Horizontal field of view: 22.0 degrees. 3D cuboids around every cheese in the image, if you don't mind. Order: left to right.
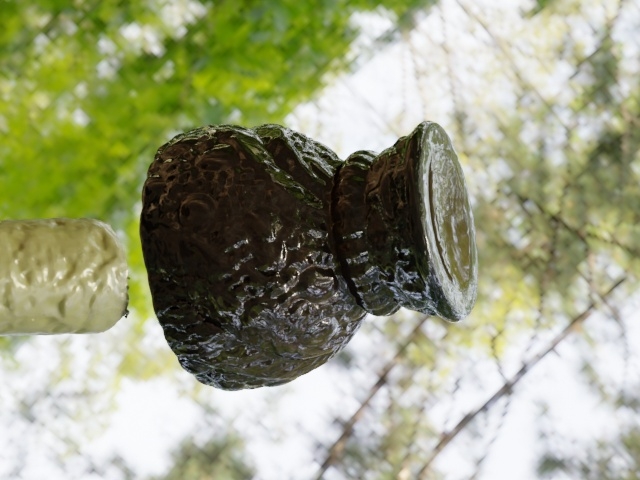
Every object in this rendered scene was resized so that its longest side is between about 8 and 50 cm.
[{"bbox_3d":[-0.244,0.029,1.292,0.123,0.167,0.094,-4,-93,62],"label":"cheese"}]

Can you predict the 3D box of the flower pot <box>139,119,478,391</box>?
[{"bbox_3d":[0.000,0.000,1.584,0.267,0.266,0.266,-11,-137,18],"label":"flower pot"}]
